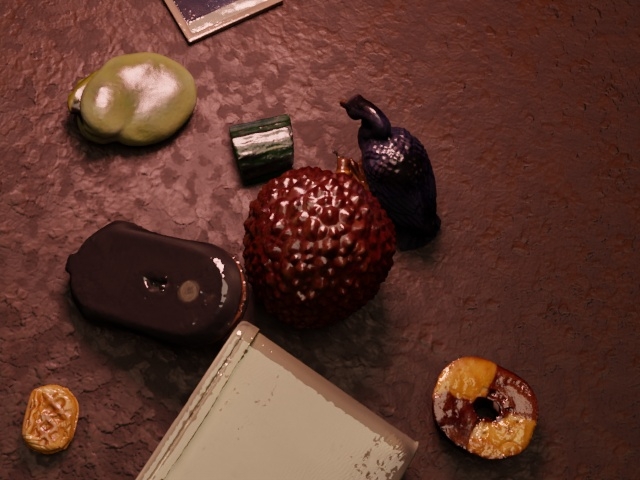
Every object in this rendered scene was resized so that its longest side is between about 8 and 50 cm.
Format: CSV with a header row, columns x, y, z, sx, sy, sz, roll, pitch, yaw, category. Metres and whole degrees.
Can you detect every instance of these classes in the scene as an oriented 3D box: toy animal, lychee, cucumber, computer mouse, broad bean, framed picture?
x,y,z,sx,sy,sz,roll,pitch,yaw,category
0.121,-0.119,1.933,0.122,0.185,0.298,-32,97,-22,toy animal
0.000,0.000,1.829,0.264,0.264,0.300,20,81,-2,lychee
-0.099,-0.169,1.982,0.115,0.062,0.117,-13,72,-9,cucumber
-0.263,0.076,1.829,0.323,0.116,0.183,15,78,20,computer mouse
-0.331,-0.249,1.960,0.227,0.100,0.169,-3,79,-22,broad bean
-0.225,-0.521,2.105,0.209,0.019,0.281,-29,78,-17,framed picture

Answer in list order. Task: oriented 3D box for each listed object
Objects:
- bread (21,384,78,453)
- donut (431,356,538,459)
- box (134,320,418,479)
x,y,z,sx,sy,sz,roll,pitch,yaw,category
-0.431,0.286,1.781,0.083,0.044,0.111,10,71,-9,bread
0.269,0.286,1.872,0.184,0.073,0.166,14,69,-5,donut
-0.078,0.368,1.741,0.343,0.177,0.352,33,69,0,box
